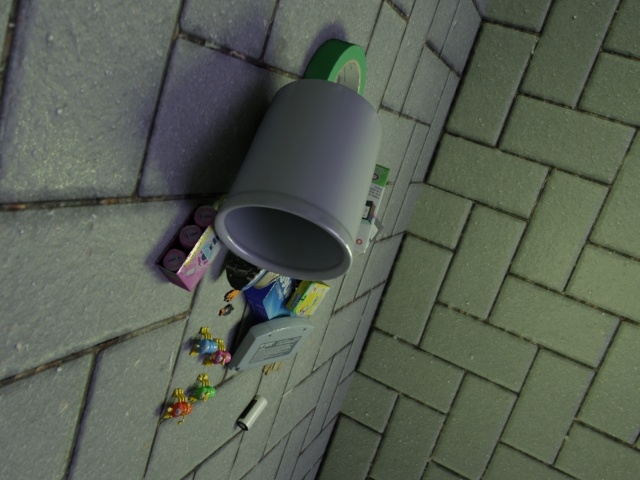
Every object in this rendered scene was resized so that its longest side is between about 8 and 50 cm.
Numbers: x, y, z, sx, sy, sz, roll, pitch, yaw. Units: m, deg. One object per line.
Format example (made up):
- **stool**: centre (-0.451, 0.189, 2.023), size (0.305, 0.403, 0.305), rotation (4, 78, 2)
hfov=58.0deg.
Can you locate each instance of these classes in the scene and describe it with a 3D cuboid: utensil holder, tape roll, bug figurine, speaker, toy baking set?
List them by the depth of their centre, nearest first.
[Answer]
- **utensil holder**: centre (-0.036, -0.145, 1.402), size (0.327, 0.327, 0.385), rotation (81, 24, -58)
- **bug figurine**: centre (-0.339, 0.390, 1.661), size (0.279, 0.072, 0.216), rotation (-68, 162, 0)
- **tape roll**: centre (0.036, -0.435, 1.736), size (0.321, 0.077, 0.321), rotation (-53, 157, -34)
- **speaker**: centre (-0.261, 0.661, 2.215), size (0.136, 0.055, 0.055), rotation (-49, 154, -42)
- **toy baking set**: centre (-0.154, 0.426, 2.275), size (0.197, 0.030, 0.256), rotation (-30, 139, -61)

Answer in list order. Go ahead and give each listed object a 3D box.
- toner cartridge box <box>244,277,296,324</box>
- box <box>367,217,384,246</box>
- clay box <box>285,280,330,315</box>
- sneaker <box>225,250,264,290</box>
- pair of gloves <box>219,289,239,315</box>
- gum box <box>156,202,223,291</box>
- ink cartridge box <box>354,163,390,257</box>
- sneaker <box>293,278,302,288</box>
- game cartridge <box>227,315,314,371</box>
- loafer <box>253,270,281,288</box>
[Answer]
- **toner cartridge box**: centre (-0.154, 0.204, 1.950), size (0.165, 0.075, 0.348), rotation (-57, 159, -25)
- **box**: centre (0.062, -0.071, 1.910), size (0.142, 0.247, 0.163), rotation (-37, -175, 40)
- **clay box**: centre (-0.045, 0.195, 2.012), size (0.127, 0.053, 0.222), rotation (-57, 161, 1)
- **sneaker**: centre (-0.151, 0.017, 1.663), size (0.330, 0.130, 0.147), rotation (-57, 157, -27)
- **pair of gloves**: centre (-0.269, 0.186, 1.714), size (0.074, 0.010, 0.083), rotation (-15, 127, -67)
- **gum box**: centre (-0.294, 0.014, 1.364), size (0.188, 0.062, 0.107), rotation (-60, 161, -22)
- **ink cartridge box**: centre (0.070, -0.112, 1.752), size (0.117, 0.201, 0.278), rotation (145, -36, -76)
- **sneaker**: centre (-0.065, 0.139, 2.078), size (0.215, 0.084, 0.083), rotation (32, 49, -62)
- **game cartridge**: centre (-0.157, 0.341, 1.942), size (0.294, 0.060, 0.196), rotation (0, 135, -51)
- **loafer**: centre (-0.107, 0.077, 1.757), size (0.268, 0.102, 0.092), rotation (-37, 115, -35)
